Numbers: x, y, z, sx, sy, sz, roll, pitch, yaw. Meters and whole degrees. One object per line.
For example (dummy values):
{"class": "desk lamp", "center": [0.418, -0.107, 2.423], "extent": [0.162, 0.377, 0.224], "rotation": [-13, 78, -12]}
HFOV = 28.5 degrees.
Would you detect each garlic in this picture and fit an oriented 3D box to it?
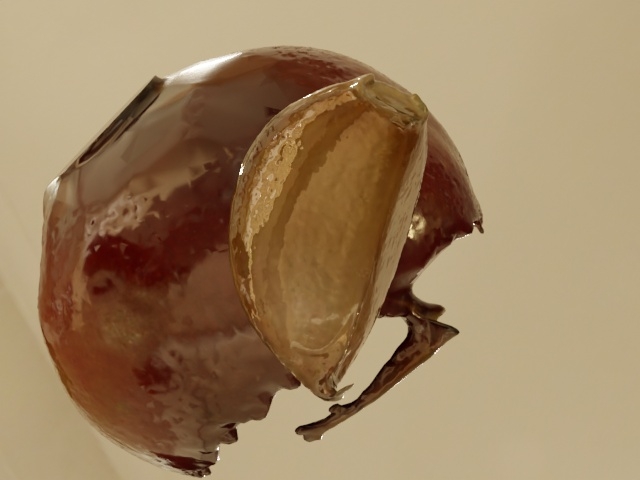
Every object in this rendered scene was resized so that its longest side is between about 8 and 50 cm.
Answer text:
{"class": "garlic", "center": [0.008, 0.002, 0.828], "extent": [0.128, 0.115, 0.206], "rotation": [5, -100, 29]}

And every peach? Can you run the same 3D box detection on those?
{"class": "peach", "center": [-0.077, 0.003, 1.099], "extent": [0.406, 0.335, 0.310], "rotation": [-35, -80, 18]}
